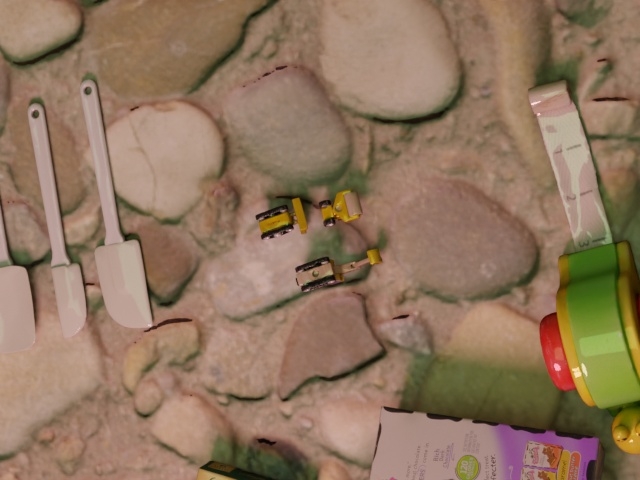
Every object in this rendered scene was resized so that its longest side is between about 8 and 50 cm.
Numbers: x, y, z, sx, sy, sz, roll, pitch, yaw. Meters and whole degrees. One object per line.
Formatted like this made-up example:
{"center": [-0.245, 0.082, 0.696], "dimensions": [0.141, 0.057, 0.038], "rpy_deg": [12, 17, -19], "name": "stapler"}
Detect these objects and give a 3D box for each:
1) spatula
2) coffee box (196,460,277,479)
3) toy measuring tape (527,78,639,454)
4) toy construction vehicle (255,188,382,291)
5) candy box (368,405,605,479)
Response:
{"center": [-0.259, -0.022, 1.694], "dimensions": [0.168, 0.019, 0.242], "rpy_deg": [-11, 91, 17], "name": "spatula"}
{"center": [-0.077, 0.307, 1.651], "dimensions": [0.113, 0.040, 0.184], "rpy_deg": [16, 97, 14], "name": "coffee box"}
{"center": [0.230, 0.024, 1.512], "dimensions": [0.121, 0.121, 0.330], "rpy_deg": [-15, 89, 16], "name": "toy measuring tape"}
{"center": [0.000, 0.000, 1.619], "dimensions": [0.098, 0.035, 0.085], "rpy_deg": [-21, 77, 13], "name": "toy construction vehicle"}
{"center": [0.137, 0.242, 1.548], "dimensions": [0.196, 0.070, 0.164], "rpy_deg": [7, 75, 15], "name": "candy box"}
